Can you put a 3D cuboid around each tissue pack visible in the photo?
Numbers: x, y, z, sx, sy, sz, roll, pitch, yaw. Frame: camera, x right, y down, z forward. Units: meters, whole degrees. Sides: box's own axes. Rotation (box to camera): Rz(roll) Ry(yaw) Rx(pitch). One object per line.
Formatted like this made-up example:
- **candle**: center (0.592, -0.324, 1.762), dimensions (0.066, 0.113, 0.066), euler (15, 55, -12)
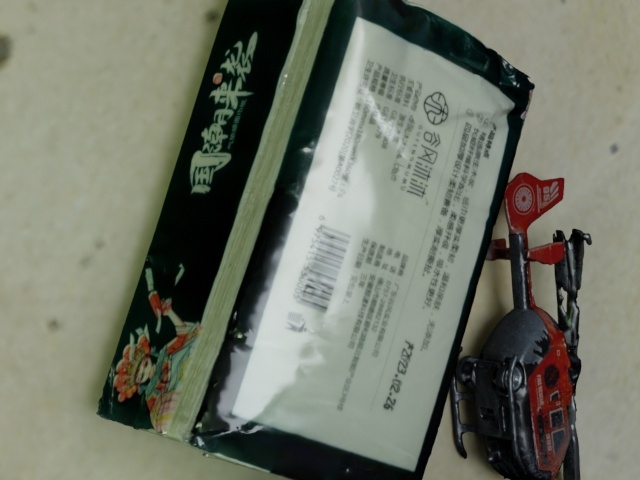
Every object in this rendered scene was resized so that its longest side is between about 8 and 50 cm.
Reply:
- **tissue pack**: center (0.001, -0.001, 0.543), dimensions (0.103, 0.090, 0.170), euler (23, 82, -30)

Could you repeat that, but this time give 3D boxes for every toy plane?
- **toy plane**: center (0.087, 0.044, 0.630), dimensions (0.060, 0.037, 0.145), euler (-9, 98, -35)
